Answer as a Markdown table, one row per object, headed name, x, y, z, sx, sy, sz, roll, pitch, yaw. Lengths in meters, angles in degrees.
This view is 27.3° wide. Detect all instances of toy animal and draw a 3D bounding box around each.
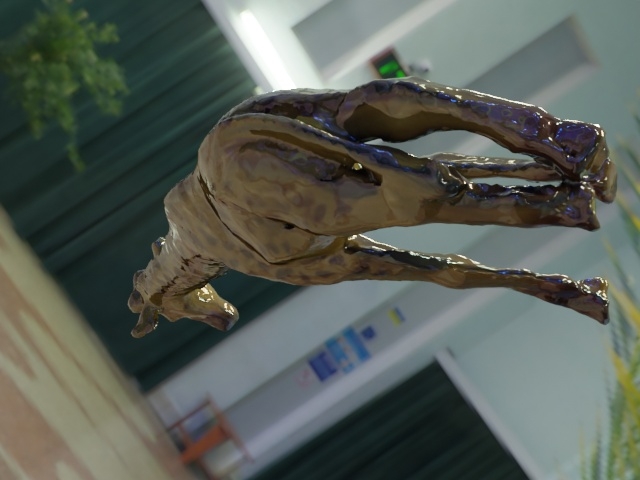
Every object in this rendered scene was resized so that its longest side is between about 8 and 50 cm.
| name | x | y | z | sx | sy | sz | roll | pitch | yaw |
| --- | --- | --- | --- | --- | --- | --- | --- | --- | --- |
| toy animal | -0.007 | -0.003 | 0.489 | 0.149 | 0.275 | 0.054 | 29 | 62 | -43 |
